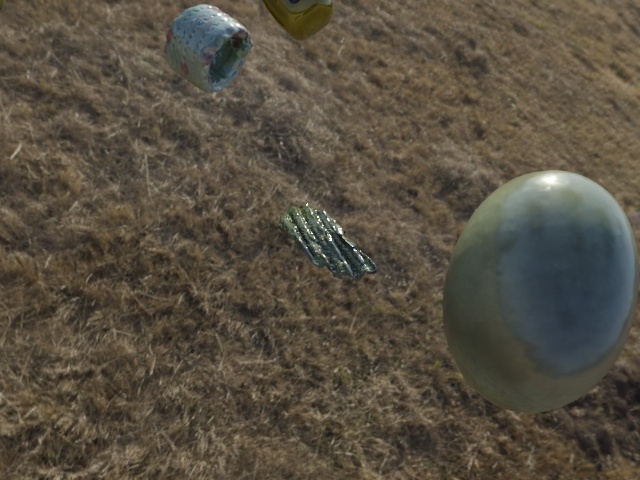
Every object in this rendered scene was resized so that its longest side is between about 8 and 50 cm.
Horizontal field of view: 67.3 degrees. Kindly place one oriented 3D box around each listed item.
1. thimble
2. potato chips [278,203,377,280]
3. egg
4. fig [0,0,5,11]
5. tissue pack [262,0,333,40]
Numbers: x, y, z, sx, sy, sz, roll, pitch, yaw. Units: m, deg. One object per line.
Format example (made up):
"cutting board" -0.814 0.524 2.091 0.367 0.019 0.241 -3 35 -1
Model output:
"thimble" -0.287 -0.505 1.254 0.149 0.185 0.211 37 69 10
"potato chips" 0.000 0.001 0.719 0.092 0.028 0.207 -15 40 -22
"egg" 0.313 0.071 0.703 0.258 0.258 0.352 13 90 -23
"fig" -0.632 -0.406 0.745 0.225 0.203 0.203 -33 71 1
"tissue pack" -0.059 -0.504 0.967 0.178 0.123 0.127 56 11 -1
